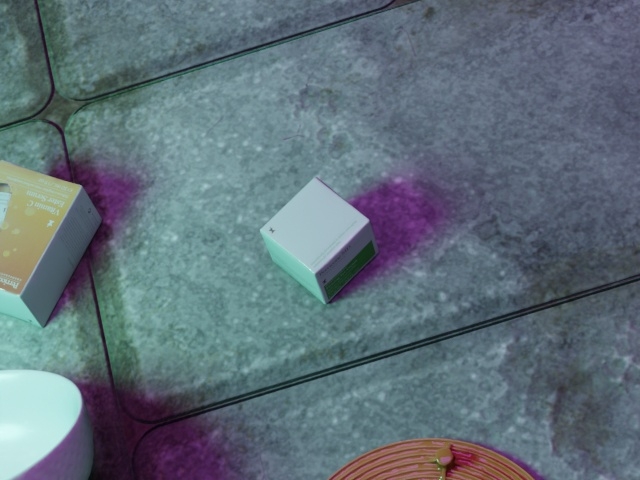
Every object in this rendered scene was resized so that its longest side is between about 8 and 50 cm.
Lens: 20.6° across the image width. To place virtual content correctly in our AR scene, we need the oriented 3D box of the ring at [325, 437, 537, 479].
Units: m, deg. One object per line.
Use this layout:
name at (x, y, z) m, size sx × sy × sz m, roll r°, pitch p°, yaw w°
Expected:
ring at (0.117, 0.372, 1.961) m, size 0.337 × 0.032 × 0.336 m, roll -5°, pitch 60°, yaw 10°

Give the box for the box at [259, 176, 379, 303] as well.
box at (0.000, 0.000, 2.165) m, size 0.101 × 0.087 × 0.102 m, roll -44°, pitch 61°, yaw -14°

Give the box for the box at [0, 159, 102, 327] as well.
box at (-0.380, 0.004, 2.242) m, size 0.130 × 0.091 × 0.170 m, roll 17°, pitch 65°, yaw 20°

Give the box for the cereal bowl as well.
cereal bowl at (-0.412, 0.285, 2.014) m, size 0.339 × 0.141 × 0.339 m, roll -12°, pitch 22°, yaw 5°
